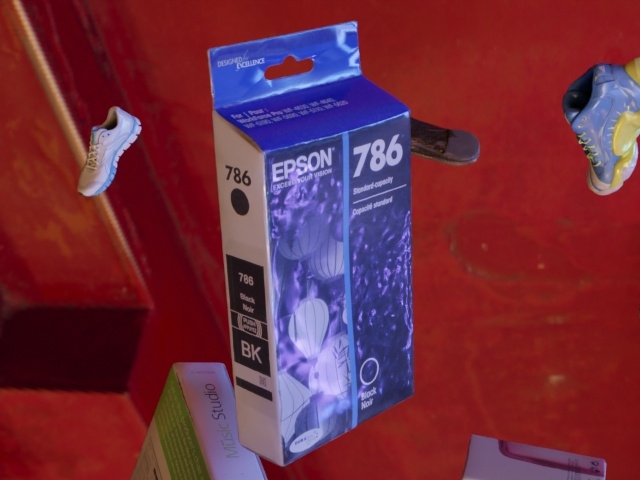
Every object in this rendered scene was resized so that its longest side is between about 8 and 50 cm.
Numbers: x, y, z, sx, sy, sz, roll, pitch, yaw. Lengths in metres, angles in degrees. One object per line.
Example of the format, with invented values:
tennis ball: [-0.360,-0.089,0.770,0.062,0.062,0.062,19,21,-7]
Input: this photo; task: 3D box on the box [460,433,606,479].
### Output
box: [0.349,0.436,1.852,0.232,0.127,0.149,10,118,11]

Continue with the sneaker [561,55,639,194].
sneaker: [0.374,-0.159,1.498,0.126,0.091,0.240,5,138,-6]

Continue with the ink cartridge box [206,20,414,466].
ink cartridge box: [0.000,0.000,0.894,0.065,0.165,0.333,16,118,44]

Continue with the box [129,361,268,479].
box: [-0.126,0.304,1.022,0.058,0.232,0.322,2,130,-27]

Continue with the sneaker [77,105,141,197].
sneaker: [-0.425,-0.175,2.132,0.071,0.191,0.083,16,163,32]

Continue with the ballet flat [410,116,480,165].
ballet flat: [0.150,-0.180,1.889,0.250,0.084,0.058,16,165,5]

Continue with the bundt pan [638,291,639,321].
bundt pan: [0.727,0.069,2.172,0.124,0.331,0.331,24,147,28]
